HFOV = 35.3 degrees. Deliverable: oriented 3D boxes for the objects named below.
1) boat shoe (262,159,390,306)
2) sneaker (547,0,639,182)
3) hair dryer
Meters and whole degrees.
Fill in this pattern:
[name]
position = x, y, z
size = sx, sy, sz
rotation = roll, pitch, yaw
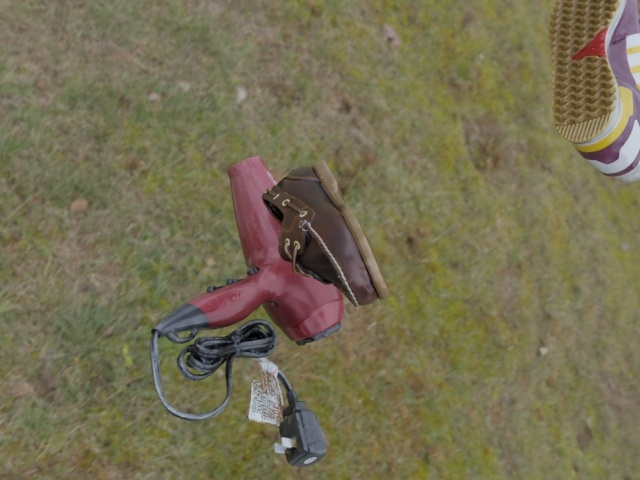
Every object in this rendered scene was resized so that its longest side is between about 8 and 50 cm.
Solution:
[boat shoe]
position = 0.000, 0.000, 0.845
size = 0.073, 0.207, 0.073
rotation = -22, 117, -3
[sneaker]
position = 0.225, -0.132, 0.786
size = 0.084, 0.069, 0.186
rotation = 37, 53, -36
[hair dryer]
position = -0.053, 0.046, 0.926
size = 0.223, 0.080, 0.294
rotation = 40, 37, -46
